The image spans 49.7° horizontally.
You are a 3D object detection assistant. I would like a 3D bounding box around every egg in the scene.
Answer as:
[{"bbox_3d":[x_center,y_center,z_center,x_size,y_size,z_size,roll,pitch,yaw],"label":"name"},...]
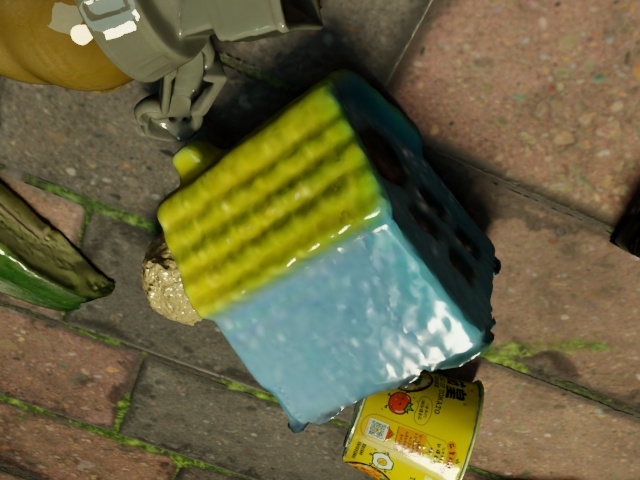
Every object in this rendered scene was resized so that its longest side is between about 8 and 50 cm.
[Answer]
[{"bbox_3d":[-0.144,0.034,0.789,0.116,0.118,0.140,28,123,7],"label":"egg"}]

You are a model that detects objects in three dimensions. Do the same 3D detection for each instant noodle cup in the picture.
[{"bbox_3d":[0.112,0.243,0.900,0.144,0.182,0.182,19,132,4],"label":"instant noodle cup"}]

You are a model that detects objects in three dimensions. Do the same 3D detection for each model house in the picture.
[{"bbox_3d":[0.000,0.000,0.672,0.237,0.215,0.303,-31,105,28],"label":"model house"}]

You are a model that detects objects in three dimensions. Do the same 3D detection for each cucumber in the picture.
[{"bbox_3d":[-0.397,-0.005,0.814,0.145,0.105,0.325,-23,126,27],"label":"cucumber"}]

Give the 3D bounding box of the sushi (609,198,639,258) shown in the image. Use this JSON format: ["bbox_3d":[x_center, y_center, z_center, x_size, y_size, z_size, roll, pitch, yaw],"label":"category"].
[{"bbox_3d":[0.432,-0.002,0.662,0.272,0.134,0.109,18,101,7],"label":"sushi"}]

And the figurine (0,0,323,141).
[{"bbox_3d":[-0.166,-0.205,0.547,0.284,0.167,0.343,-13,125,18],"label":"figurine"}]
